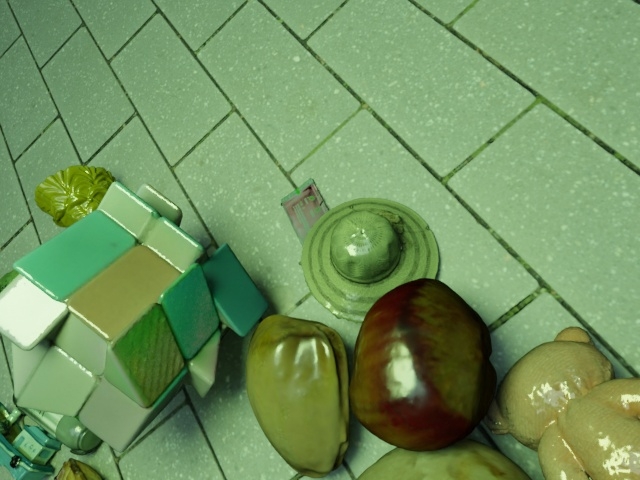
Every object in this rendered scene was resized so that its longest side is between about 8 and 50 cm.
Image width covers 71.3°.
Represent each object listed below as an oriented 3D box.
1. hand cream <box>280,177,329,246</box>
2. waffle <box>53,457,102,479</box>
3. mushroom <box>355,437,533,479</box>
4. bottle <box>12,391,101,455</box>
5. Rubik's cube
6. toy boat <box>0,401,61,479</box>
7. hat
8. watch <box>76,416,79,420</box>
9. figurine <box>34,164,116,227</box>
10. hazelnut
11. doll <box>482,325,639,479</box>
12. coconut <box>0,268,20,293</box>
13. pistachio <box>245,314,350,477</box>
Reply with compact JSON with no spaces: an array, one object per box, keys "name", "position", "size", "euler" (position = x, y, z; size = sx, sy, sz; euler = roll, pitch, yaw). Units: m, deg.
[{"name":"hand cream","position":[-0.001,0.000,0.872],"size":[0.079,0.050,0.275],"euler":[-21,59,-10]},{"name":"waffle","position":[-0.460,0.633,0.830],"size":[0.304,0.077,0.348],"euler":[5,76,45]},{"name":"mushroom","position":[0.167,0.421,0.563],"size":[0.293,0.292,0.290],"euler":[-21,97,18]},{"name":"bottle","position":[-0.589,0.393,0.999],"size":[0.254,0.079,0.096],"euler":[15,96,27]},{"name":"Rubik's cube","position":[-0.312,0.122,0.762],"size":[0.358,0.387,0.368],"euler":[36,104,0]},{"name":"toy boat","position":[-0.694,0.446,1.023],"size":[0.238,0.109,0.098],"euler":[23,65,25]},{"name":"hat","position":[0.074,0.008,0.758],"size":[0.252,0.110,0.252],"euler":[-4,63,9]},{"name":"watch","position":[-0.427,0.309,0.931],"size":[0.131,0.165,0.152],"euler":[16,106,26]},{"name":"figurine","position":[-0.494,-0.012,1.038],"size":[0.168,0.187,0.315],"euler":[-43,71,3]},{"name":"hazelnut","position":[0.135,0.174,0.635],"size":[0.217,0.251,0.217],"euler":[9,122,15]},{"name":"doll","position":[0.357,0.254,0.545],"size":[0.201,0.156,0.303],"euler":[-41,30,2]},{"name":"coconut","position":[-0.824,0.133,1.197],"size":[0.158,0.055,0.133],"euler":[8,80,25]},{"name":"pistachio","position":[-0.043,0.257,0.753],"size":[0.213,0.163,0.260],"euler":[-4,86,45]}]
